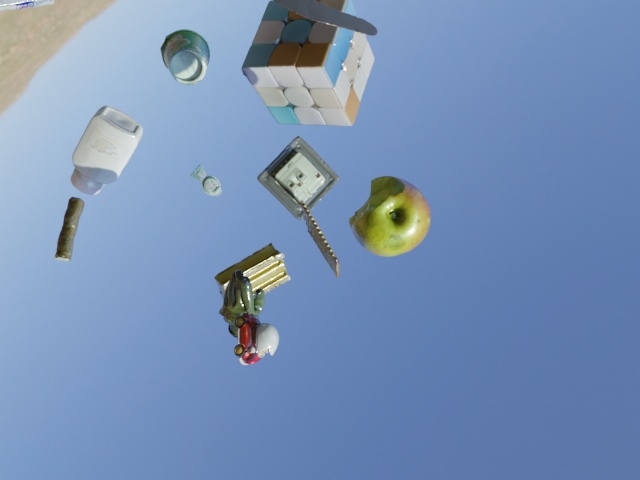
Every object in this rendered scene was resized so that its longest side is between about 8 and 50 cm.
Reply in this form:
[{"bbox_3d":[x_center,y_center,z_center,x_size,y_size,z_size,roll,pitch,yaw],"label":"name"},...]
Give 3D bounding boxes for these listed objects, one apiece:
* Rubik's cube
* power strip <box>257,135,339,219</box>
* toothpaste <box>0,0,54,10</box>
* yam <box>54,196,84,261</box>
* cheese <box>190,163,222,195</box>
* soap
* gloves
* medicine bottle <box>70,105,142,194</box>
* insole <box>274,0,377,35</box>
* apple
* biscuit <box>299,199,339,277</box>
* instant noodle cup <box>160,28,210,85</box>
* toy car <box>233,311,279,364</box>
[{"bbox_3d":[-0.035,-0.665,2.413,0.347,0.347,0.344,8,-113,25],"label":"Rubik's cube"},{"bbox_3d":[-0.083,-0.254,2.582,0.257,0.251,0.092,-47,-178,-12],"label":"power strip"},{"bbox_3d":[-0.687,-0.538,1.455,0.170,0.028,0.045,-18,179,-30],"label":"toothpaste"},{"bbox_3d":[-0.881,-0.037,2.255,0.061,0.061,0.252,-22,-128,32],"label":"yam"},{"bbox_3d":[-0.389,-0.200,2.212,0.026,0.120,0.067,-8,-138,57],"label":"cheese"},{"bbox_3d":[-0.224,0.121,2.131,0.233,0.135,0.076,-29,-137,-18],"label":"soap"},{"bbox_3d":[-0.233,0.198,1.906,0.135,0.268,0.107,-3,-136,-10],"label":"gloves"},{"bbox_3d":[-0.704,-0.283,2.086,0.296,0.161,0.111,-50,-161,31],"label":"medicine bottle"},{"bbox_3d":[0.014,-0.615,1.745,0.007,0.328,0.111,-55,-145,43],"label":"insole"},{"bbox_3d":[0.204,-0.073,1.923,0.246,0.246,0.226,-38,178,9],"label":"apple"},{"bbox_3d":[-0.001,0.001,1.735,0.016,0.144,0.203,-28,-112,-9],"label":"biscuit"},{"bbox_3d":[-0.545,-0.730,2.607,0.207,0.207,0.232,-38,-149,10],"label":"instant noodle cup"},{"bbox_3d":[-0.167,0.261,1.729,0.112,0.112,0.139,-7,-104,11],"label":"toy car"}]
